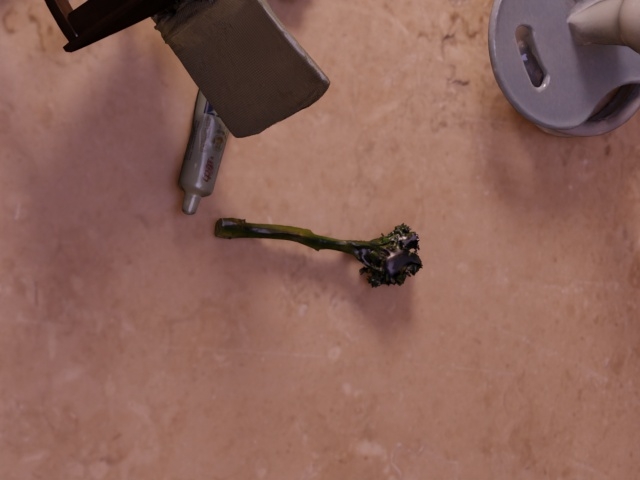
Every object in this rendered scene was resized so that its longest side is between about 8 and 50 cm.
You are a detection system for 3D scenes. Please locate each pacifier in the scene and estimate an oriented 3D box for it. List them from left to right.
[{"bbox_3d":[0.346,-0.244,1.960,0.299,0.233,0.244,-32,107,-24],"label":"pacifier"}]

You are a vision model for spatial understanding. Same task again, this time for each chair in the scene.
[{"bbox_3d":[-0.155,-0.238,1.697,0.186,0.160,0.319,-34,96,-53],"label":"chair"}]

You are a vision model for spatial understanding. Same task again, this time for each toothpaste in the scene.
[{"bbox_3d":[-0.116,-0.138,1.825,0.060,0.038,0.233,20,77,-30],"label":"toothpaste"}]

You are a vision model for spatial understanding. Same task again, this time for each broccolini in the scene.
[{"bbox_3d":[-0.002,0.006,1.890,0.254,0.071,0.057,8,127,-21],"label":"broccolini"}]
